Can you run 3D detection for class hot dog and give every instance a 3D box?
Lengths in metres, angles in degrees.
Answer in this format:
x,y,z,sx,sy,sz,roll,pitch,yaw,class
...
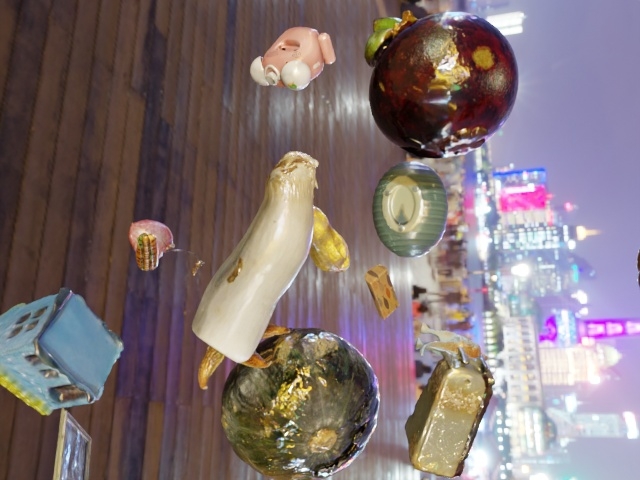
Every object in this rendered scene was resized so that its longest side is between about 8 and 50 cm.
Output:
x,y,z,sx,sy,sz,roll,pitch,yaw,class
-0.374,0.028,1.330,0.122,0.049,0.036,104,-10,-49,hot dog

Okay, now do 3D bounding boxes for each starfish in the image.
x,y,z,sx,sy,sz,roll,pitch,yaw,class
-0.173,0.192,1.240,0.240,0.228,0.043,-61,139,-25,starfish

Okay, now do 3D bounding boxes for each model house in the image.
x,y,z,sx,sy,sz,roll,pitch,yaw,class
-0.680,0.278,1.497,0.237,0.304,0.215,59,26,-32,model house

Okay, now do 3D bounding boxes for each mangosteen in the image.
x,y,z,sx,sy,sz,roll,pitch,yaw,class
0.239,-0.344,1.270,0.306,0.306,0.359,43,30,-68,mangosteen

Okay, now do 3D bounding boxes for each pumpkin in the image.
x,y,z,sx,sy,sz,roll,pitch,yaw,class
-0.050,0.455,1.709,0.344,0.455,0.453,-151,-132,-63,pumpkin

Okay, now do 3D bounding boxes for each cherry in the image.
x,y,z,sx,sy,sz,roll,pitch,yaw,class
-0.415,0.027,1.642,0.225,0.090,0.107,42,49,-22,cherry

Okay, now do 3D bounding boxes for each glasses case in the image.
x,y,z,sx,sy,sz,roll,pitch,yaw,class
0.165,0.139,1.674,0.065,0.041,0.169,-41,137,-16,glasses case

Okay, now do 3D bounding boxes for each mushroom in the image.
x,y,z,sx,sy,sz,roll,pitch,yaw,class
-0.108,0.027,1.135,0.126,0.397,0.177,22,20,-32,mushroom

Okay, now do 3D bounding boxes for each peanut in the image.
x,y,z,sx,sy,sz,roll,pitch,yaw,class
0.000,0.000,1.363,0.206,0.087,0.087,52,35,-41,peanut

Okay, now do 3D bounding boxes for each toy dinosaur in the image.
x,y,z,sx,sy,sz,roll,pitch,yaw,class
0.364,0.306,1.797,0.393,0.206,0.092,30,80,-63,toy dinosaur

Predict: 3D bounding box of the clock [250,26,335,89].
x,y,z,sx,sy,sz,roll,pitch,yaw,class
-0.070,-0.418,1.427,0.162,0.166,0.092,-50,139,-27,clock

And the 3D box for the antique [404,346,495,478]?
x,y,z,sx,sy,sz,roll,pitch,yaw,class
0.303,0.391,1.438,0.150,0.125,0.284,-91,-162,-70,antique

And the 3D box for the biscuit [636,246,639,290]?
x,y,z,sx,sy,sz,roll,pitch,yaw,class
0.652,0.094,0.967,0.107,0.326,0.325,101,-5,-58,biscuit

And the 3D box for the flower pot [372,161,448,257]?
x,y,z,sx,sy,sz,roll,pitch,yaw,class
0.224,-0.078,1.551,0.157,0.190,0.242,13,75,-66,flower pot

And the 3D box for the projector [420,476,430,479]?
x,y,z,sx,sy,sz,roll,pitch,yaw,class
0.232,0.696,1.377,0.250,0.198,0.108,-44,146,-19,projector

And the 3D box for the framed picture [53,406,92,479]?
x,y,z,sx,sy,sz,roll,pitch,yaw,class
-0.582,0.546,1.461,0.296,0.019,0.232,104,-17,-59,framed picture
